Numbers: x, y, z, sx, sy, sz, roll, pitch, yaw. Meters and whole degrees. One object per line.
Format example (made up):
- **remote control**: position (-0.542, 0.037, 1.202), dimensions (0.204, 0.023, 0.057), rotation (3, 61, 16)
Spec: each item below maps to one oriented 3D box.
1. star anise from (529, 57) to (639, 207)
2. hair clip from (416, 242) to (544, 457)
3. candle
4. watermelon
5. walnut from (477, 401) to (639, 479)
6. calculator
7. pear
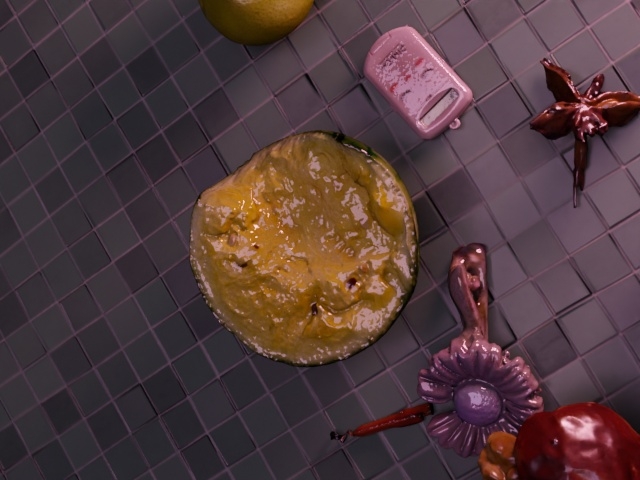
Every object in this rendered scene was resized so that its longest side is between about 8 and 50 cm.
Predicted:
- **star anise**: position (0.348, -0.147, 1.623), dimensions (0.158, 0.144, 0.140), rotation (18, 54, 14)
- **hair clip**: position (0.214, 0.155, 1.673), dimensions (0.173, 0.069, 0.300), rotation (-8, 89, 22)
- **candle**: position (0.088, 0.269, 1.755), dimensions (0.167, 0.021, 0.026), rotation (-21, 83, 21)
- **watermelon**: position (0.000, 0.000, 1.696), dimensions (0.331, 0.189, 0.331), rotation (6, 109, 19)
- **walnut**: position (0.324, 0.355, 1.537), dimensions (0.222, 0.244, 0.269), rotation (116, 142, -56)
- **calculator**: position (0.138, -0.223, 1.710), dimensions (0.100, 0.032, 0.175), rotation (-45, 76, 17)
- **pear**: position (-0.073, -0.376, 1.732), dimensions (0.216, 0.166, 0.180), rotation (-13, 74, -4)
